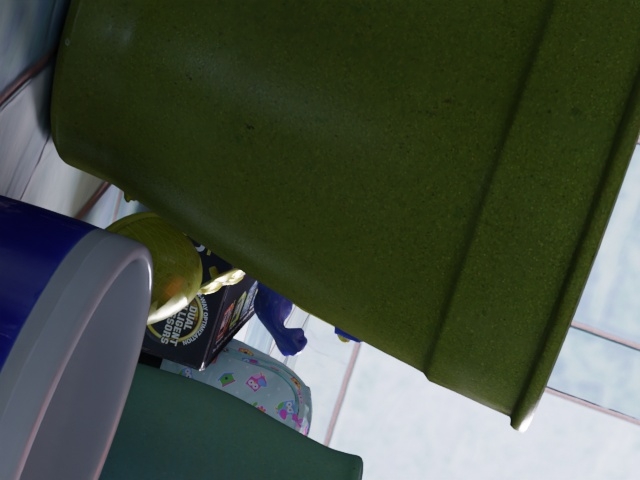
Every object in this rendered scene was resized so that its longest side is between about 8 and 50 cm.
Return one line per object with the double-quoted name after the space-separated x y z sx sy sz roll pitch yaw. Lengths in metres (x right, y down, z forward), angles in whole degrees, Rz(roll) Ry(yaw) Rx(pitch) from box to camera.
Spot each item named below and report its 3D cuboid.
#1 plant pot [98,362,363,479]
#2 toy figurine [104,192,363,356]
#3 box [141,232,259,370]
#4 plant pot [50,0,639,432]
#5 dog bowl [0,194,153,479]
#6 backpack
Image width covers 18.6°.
-0.105 0.226 1.460 0.271 0.255 0.272 10 90 -89 "plant pot"
0.000 0.000 1.566 0.362 0.217 0.191 -18 128 -59 "toy figurine"
-0.061 -0.079 1.878 0.395 0.097 0.318 -44 152 -74 "box"
0.027 -0.106 1.277 0.366 0.353 0.367 19 90 -84 "plant pot"
-0.194 0.109 1.152 0.265 0.104 0.265 20 90 -85 "dog bowl"
-0.097 0.160 1.867 0.115 0.182 0.152 -17 123 -85 "backpack"
